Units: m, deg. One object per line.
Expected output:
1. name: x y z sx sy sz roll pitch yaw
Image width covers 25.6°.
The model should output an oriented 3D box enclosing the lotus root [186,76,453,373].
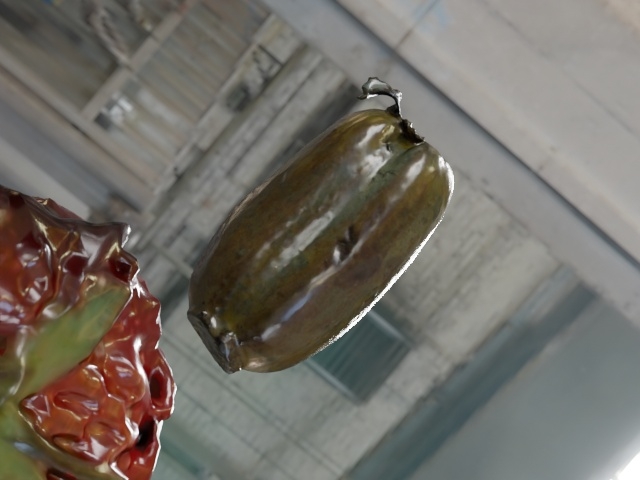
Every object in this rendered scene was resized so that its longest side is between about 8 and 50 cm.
1. lotus root: 0.000 0.000 1.057 0.241 0.124 0.123 -44 161 -12

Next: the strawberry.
1. strawberry: -0.217 0.079 0.685 0.257 0.261 0.261 3 -129 53
